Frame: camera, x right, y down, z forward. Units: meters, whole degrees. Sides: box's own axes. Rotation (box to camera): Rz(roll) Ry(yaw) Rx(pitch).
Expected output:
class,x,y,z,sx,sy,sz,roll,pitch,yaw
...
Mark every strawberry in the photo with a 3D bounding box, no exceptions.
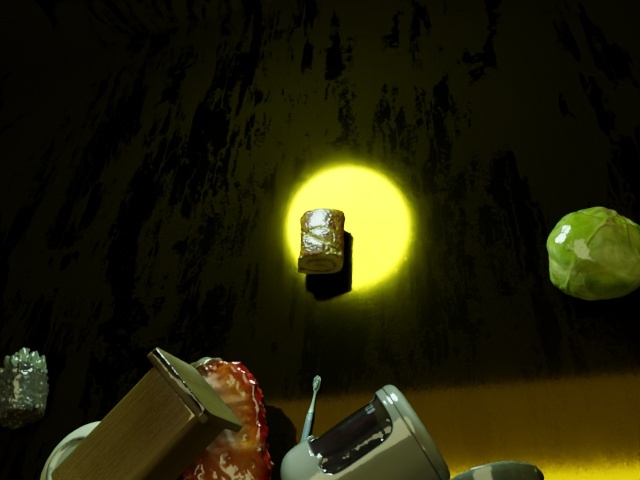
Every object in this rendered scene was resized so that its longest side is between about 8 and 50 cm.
class,x,y,z,sx,sy,sz,roll,pitch,yaw
strawberry,-0.219,0.422,1.311,0.265,0.149,0.336,-37,60,-7

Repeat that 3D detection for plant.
class,x,y,z,sx,sy,sz,roll,pitch,yaw
plant,-0.784,0.380,1.556,0.132,0.129,0.194,-24,51,2

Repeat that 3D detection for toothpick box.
class,x,y,z,sx,sy,sz,roll,pitch,yaw
toothpick box,0.069,0.452,1.141,0.317,0.229,0.229,-32,49,-4
toothpick box,-0.341,0.398,1.172,0.308,0.190,0.187,-45,64,-6

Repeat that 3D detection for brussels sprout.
class,x,y,z,sx,sy,sz,roll,pitch,yaw
brussels sprout,0.599,0.029,1.296,0.223,0.161,0.223,-11,56,17

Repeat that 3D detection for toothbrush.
class,x,y,z,sx,sy,sz,roll,pitch,yaw
toothbrush,-0.027,0.402,1.327,0.016,0.019,0.219,3,54,17

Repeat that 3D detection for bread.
class,x,y,z,sx,sy,sz,roll,pitch,yaw
bread,0.000,0.000,1.582,0.132,0.103,0.172,-4,48,9

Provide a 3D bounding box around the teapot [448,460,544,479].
class,x,y,z,sx,sy,sz,roll,pitch,yaw
teapot,0.341,0.554,0.943,0.301,0.253,0.343,7,42,-16

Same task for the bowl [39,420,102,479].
class,x,y,z,sx,sy,sz,roll,pitch,yaw
bowl,-0.509,0.523,1.334,0.277,0.145,0.276,-12,48,13
